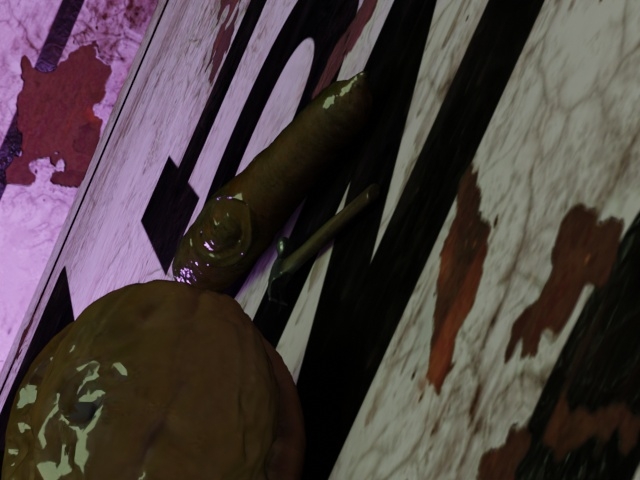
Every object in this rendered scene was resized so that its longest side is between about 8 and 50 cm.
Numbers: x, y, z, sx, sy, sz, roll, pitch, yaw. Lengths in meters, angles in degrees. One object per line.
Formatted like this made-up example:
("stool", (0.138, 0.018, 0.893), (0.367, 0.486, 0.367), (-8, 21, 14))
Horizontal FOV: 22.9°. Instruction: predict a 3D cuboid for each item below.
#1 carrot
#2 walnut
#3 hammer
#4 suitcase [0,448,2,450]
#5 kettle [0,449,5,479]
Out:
("carrot", (-0.044, -0.040, 1.306), (0.342, 0.070, 0.070), (-46, 26, 51))
("walnut", (-0.109, 0.139, 1.035), (0.198, 0.198, 0.245), (-42, 29, 59))
("hammer", (0.000, 0.000, 1.180), (0.182, 0.017, 0.062), (-40, 31, 59))
("suitcase", (-0.353, 0.292, 1.509), (0.194, 0.283, 0.434), (-52, 10, -15))
("kettle", (-0.213, 0.271, 1.078), (0.144, 0.232, 0.202), (-2, 36, 42))
